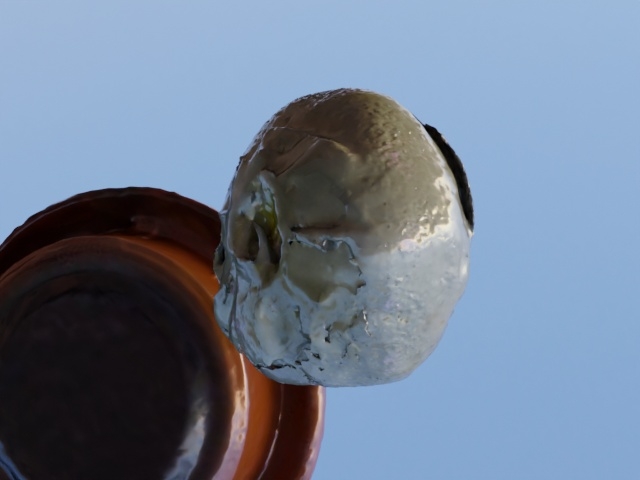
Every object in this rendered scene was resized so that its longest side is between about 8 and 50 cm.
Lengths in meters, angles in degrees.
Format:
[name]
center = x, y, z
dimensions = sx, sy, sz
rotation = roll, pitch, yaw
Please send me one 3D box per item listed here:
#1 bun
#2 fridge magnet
[bun]
center = 0.000, 0.000, 1.323
dimensions = 0.141, 0.239, 0.239
rotation = 5, -166, -35
[fridge magnet]
center = -0.171, 0.133, 1.534
dimensions = 0.364, 0.363, 0.155
rotation = -7, 178, 19
